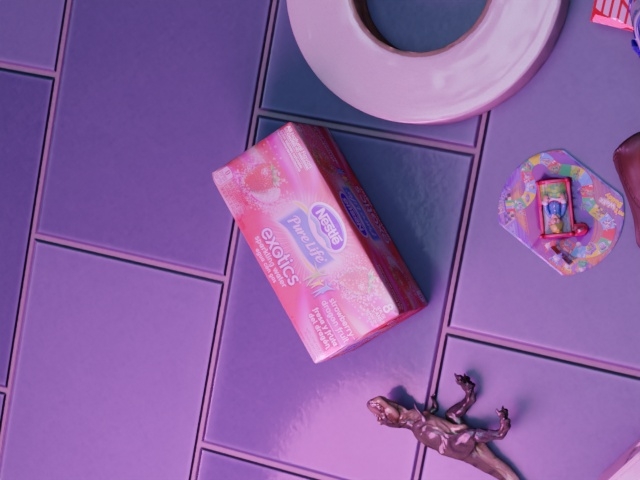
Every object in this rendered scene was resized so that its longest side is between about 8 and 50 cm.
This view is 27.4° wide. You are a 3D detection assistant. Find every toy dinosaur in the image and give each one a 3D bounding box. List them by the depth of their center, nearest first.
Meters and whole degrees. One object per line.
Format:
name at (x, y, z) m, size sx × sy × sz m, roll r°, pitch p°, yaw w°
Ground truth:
toy dinosaur at (0.199, 0.260, 1.786) m, size 0.268 × 0.064 × 0.118 m, roll 32°, pitch 109°, yaw 13°

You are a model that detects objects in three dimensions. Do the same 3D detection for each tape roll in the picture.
tape roll at (0.143, -0.351, 1.772) m, size 0.392 × 0.072 × 0.392 m, roll 1°, pitch 92°, yaw 20°

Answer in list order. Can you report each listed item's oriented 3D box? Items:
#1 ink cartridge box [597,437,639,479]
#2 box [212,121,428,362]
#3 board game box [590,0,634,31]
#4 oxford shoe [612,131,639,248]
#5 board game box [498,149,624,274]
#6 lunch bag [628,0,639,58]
ink cartridge box at (0.464, 0.379, 1.618) m, size 0.117 × 0.201 × 0.278 m, roll -44°, pitch 78°, yaw 16°
box at (0.000, 0.000, 1.794) m, size 0.142 × 0.154 × 0.300 m, roll -32°, pitch 81°, yaw 18°
board game box at (0.433, -0.353, 1.645) m, size 0.147 × 0.045 × 0.193 m, roll 17°, pitch 122°, yaw 18°
oxford shoe at (0.489, 0.018, 1.656) m, size 0.130 × 0.133 × 0.363 m, roll -28°, pitch 96°, yaw -22°
board game box at (0.318, -0.038, 1.743) m, size 0.169 × 0.033 × 0.133 m, roll 41°, pitch 105°, yaw 13°
lunch bag at (0.483, -0.236, 1.603) m, size 0.176 × 0.090 × 0.219 m, roll -24°, pitch 117°, yaw 19°
